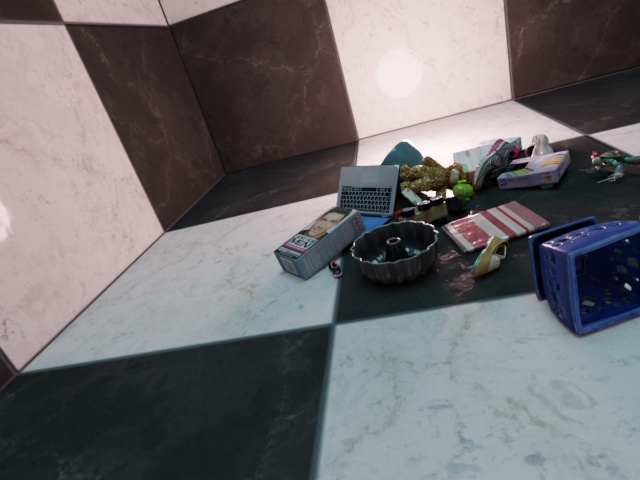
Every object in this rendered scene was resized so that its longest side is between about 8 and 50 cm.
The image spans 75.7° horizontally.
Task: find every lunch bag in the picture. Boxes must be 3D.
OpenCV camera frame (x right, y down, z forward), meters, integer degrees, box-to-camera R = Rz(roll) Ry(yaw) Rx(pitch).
[{"bbox_3d":[1.015,-0.527,2.334,0.218,0.090,0.176,7,30,44],"label":"lunch bag"}]

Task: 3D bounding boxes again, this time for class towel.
[{"bbox_3d":[0.675,-0.051,1.615,0.328,0.037,0.237,-19,26,2],"label":"towel"}]

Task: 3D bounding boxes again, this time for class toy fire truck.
[{"bbox_3d":[0.419,-0.142,1.859,0.216,0.159,0.246,-22,15,-9],"label":"toy fire truck"}]

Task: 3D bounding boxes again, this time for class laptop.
[{"bbox_3d":[0.153,-0.196,2.048,0.381,0.409,0.236,8,1,44],"label":"laptop"}]

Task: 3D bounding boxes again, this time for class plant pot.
[{"bbox_3d":[0.703,0.073,1.098,0.235,0.236,0.212,-18,17,-3],"label":"plant pot"},{"bbox_3d":[0.456,-0.359,2.186,0.195,0.290,0.290,41,54,21],"label":"plant pot"}]

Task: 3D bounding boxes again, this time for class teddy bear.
[{"bbox_3d":[0.547,-0.301,2.002,0.337,0.113,0.245,13,66,6],"label":"teddy bear"}]

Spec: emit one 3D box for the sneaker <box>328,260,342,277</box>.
[{"bbox_3d":[0.056,0.103,1.671,0.047,0.057,0.119,-22,23,-7],"label":"sneaker"}]

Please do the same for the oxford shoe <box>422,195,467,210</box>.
[{"bbox_3d":[0.569,-0.163,1.899,0.096,0.083,0.227,-5,9,-40],"label":"oxford shoe"}]

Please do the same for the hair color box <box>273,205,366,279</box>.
[{"bbox_3d":[0.000,0.000,1.808,0.374,0.114,0.185,-38,31,-25],"label":"hair color box"}]

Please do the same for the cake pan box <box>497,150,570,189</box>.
[{"bbox_3d":[0.990,-0.325,1.920,0.266,0.070,0.245,-3,25,47],"label":"cake pan box"}]

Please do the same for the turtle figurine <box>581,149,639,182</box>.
[{"bbox_3d":[1.236,-0.320,1.727,0.233,0.118,0.175,-4,27,16],"label":"turtle figurine"}]

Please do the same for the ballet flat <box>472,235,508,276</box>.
[{"bbox_3d":[0.586,0.053,1.403,0.073,0.080,0.232,18,41,29],"label":"ballet flat"}]

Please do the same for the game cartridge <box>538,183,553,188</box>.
[{"bbox_3d":[1.009,-0.256,1.854,0.055,0.017,0.083,-9,25,9],"label":"game cartridge"}]

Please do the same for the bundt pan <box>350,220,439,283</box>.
[{"bbox_3d":[0.286,0.052,1.543,0.330,0.124,0.331,-15,24,7],"label":"bundt pan"}]

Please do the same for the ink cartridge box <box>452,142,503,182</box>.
[{"bbox_3d":[0.811,-0.396,2.123,0.219,0.093,0.160,-11,54,13],"label":"ink cartridge box"}]

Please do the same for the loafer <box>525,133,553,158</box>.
[{"bbox_3d":[1.118,-0.472,2.126,0.111,0.112,0.319,1,29,19],"label":"loafer"}]

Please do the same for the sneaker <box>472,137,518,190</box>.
[{"bbox_3d":[0.828,-0.360,1.970,0.112,0.121,0.299,35,81,25],"label":"sneaker"}]

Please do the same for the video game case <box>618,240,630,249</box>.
[{"bbox_3d":[0.910,0.010,1.346,0.166,0.015,0.119,-24,24,-14],"label":"video game case"}]

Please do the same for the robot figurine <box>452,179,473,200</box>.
[{"bbox_3d":[0.671,-0.232,1.943,0.115,0.101,0.067,-5,-3,-33],"label":"robot figurine"}]
